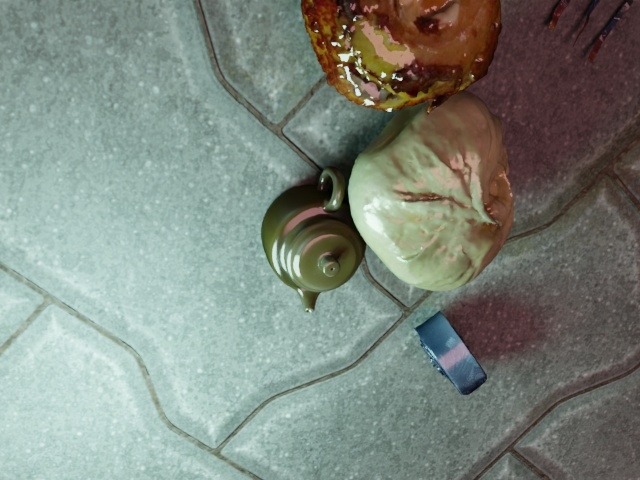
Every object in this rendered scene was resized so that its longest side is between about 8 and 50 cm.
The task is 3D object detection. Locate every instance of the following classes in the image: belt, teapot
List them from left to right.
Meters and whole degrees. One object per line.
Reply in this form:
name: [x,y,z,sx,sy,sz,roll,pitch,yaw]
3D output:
teapot: [0.000,0.000,1.508,0.185,0.175,0.268,4,114,-22]
belt: [0.267,0.235,1.725,0.082,0.141,0.190,-36,123,4]

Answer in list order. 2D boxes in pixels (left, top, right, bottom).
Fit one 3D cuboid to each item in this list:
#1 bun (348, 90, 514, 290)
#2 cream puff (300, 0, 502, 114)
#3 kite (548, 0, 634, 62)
bun: [0.221,-0.082,1.469,0.361,0.213,0.361,-12,111,-35]
cream puff: [0.117,-0.363,1.329,0.350,0.228,0.351,-1,93,-25]
kite: [0.550,-0.508,1.516,0.204,0.022,0.360,31,99,-28]
